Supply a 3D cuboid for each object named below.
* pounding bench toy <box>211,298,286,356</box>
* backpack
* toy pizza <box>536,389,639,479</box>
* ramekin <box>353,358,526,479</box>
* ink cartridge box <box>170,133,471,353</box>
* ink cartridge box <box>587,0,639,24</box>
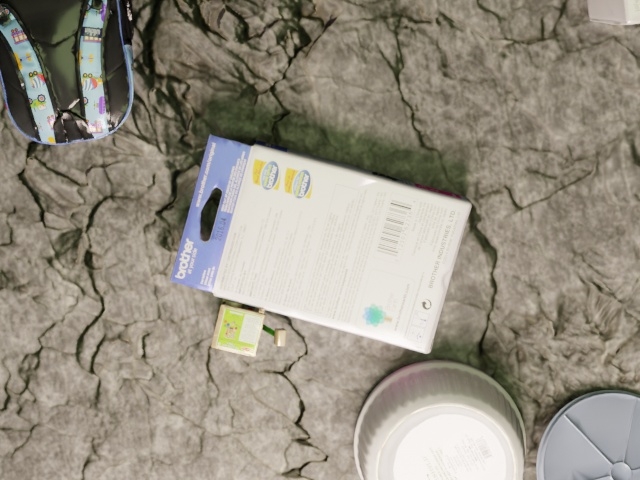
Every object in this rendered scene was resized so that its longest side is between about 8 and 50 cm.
[{"bbox_3d":[-0.080,0.101,1.607,0.083,0.065,0.052,13,99,-2],"label":"pounding bench toy"},{"bbox_3d":[-0.277,-0.197,1.526,0.158,0.117,0.173,-9,100,1],"label":"backpack"},{"bbox_3d":[0.349,0.277,1.627,0.201,0.032,0.201,3,72,-9],"label":"toy pizza"},{"bbox_3d":[0.142,0.251,1.613,0.207,0.109,0.207,0,100,0],"label":"ramekin"},{"bbox_3d":[0.000,0.000,1.591,0.311,0.065,0.186,15,100,-5],"label":"ink cartridge box"},{"bbox_3d":[0.425,-0.345,1.457,0.270,0.197,0.198,-9,100,1],"label":"ink cartridge box"}]
